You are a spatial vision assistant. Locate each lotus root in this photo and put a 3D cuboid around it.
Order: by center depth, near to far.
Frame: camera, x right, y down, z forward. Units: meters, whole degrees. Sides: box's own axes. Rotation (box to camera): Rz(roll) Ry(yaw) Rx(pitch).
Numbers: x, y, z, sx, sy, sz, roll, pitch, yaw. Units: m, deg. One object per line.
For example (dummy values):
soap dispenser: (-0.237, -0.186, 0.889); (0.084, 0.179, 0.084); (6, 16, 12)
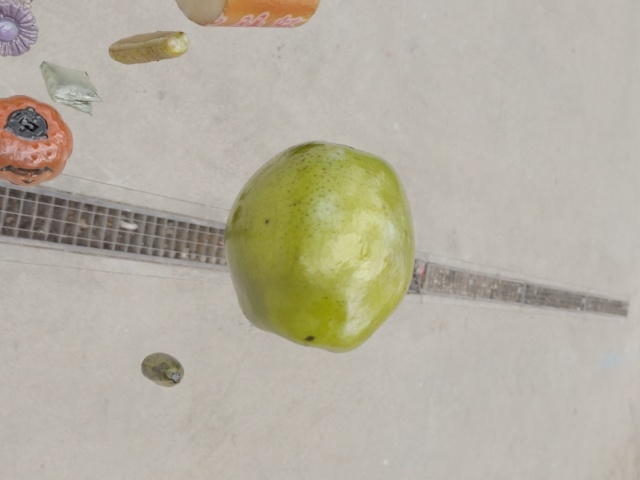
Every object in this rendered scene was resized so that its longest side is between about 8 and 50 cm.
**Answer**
lotus root: (-0.417, 0.341, 1.390); (0.089, 0.179, 0.081); (43, 61, -34)

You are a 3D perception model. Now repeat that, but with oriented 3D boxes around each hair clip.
hair clip: (-0.866, -0.666, 1.506); (0.300, 0.069, 0.173); (-59, 155, 0)

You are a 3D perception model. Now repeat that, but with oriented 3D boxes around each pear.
pear: (0.000, 0.000, 0.727); (0.294, 0.294, 0.294); (-6, 99, -43)

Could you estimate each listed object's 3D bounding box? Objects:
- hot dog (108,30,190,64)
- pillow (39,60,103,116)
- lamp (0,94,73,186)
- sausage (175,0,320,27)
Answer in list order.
hot dog: (-0.406, -0.451, 1.229); (0.088, 0.286, 0.061); (-39, 127, -30)
pillow: (-0.712, -0.440, 1.486); (0.134, 0.181, 0.078); (5, 129, -46)
lamp: (-0.628, -0.205, 1.107); (0.187, 0.164, 0.188); (13, 64, -29)
sausage: (-0.168, -0.609, 1.199); (0.287, 0.233, 0.233); (-19, 108, -44)
